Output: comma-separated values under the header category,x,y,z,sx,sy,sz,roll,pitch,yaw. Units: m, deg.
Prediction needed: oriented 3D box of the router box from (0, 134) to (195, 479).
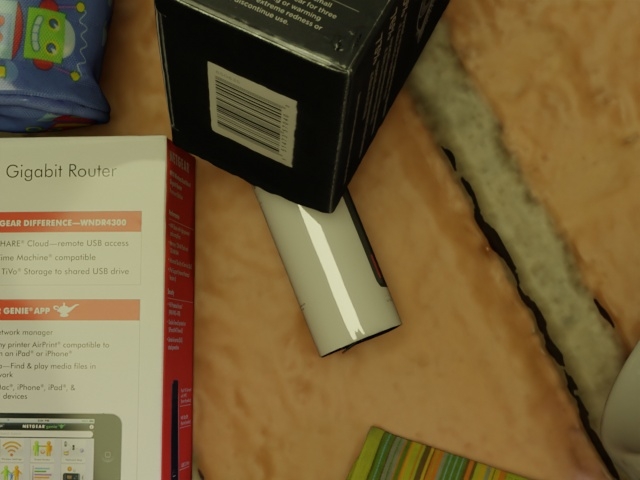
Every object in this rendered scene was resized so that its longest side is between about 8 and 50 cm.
category,x,y,z,sx,sy,sz,roll,pitch,yaw
router box,-0.246,0.092,0.702,0.335,0.082,0.301,0,84,6

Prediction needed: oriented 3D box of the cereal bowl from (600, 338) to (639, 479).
category,x,y,z,sx,sy,sz,roll,pitch,yaw
cereal bowl,0.297,0.027,0.524,0.339,0.339,0.141,-45,87,1

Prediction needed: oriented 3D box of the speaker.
category,x,y,z,sx,sy,sz,roll,pitch,yaw
speaker,0.000,0.000,0.697,0.055,0.055,0.136,-22,82,4

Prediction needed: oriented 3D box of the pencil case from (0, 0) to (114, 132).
category,x,y,z,sx,sy,sz,roll,pitch,yaw
pencil case,-0.180,-0.215,0.707,0.119,0.133,0.306,6,85,-29

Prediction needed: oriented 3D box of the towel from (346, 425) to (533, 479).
category,x,y,z,sx,sy,sz,roll,pitch,yaw
towel,0.123,0.179,0.652,0.237,0.021,0.102,15,52,11

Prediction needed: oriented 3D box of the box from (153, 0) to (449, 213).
category,x,y,z,sx,sy,sz,roll,pitch,yaw
box,0.008,-0.147,0.633,0.108,0.153,0.207,25,65,8
